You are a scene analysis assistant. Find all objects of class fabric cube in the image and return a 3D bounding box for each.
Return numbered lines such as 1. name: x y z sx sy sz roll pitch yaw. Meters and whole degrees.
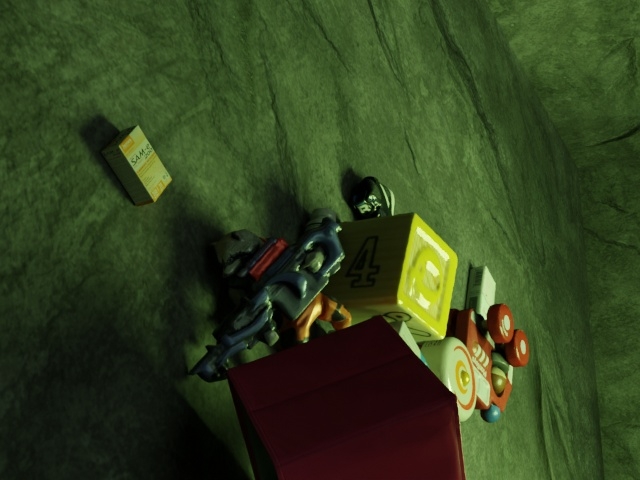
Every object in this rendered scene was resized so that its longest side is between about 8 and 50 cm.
1. fabric cube: 0.039 0.304 1.191 0.259 0.258 0.254 -134 -150 -60

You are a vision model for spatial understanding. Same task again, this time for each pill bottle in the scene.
1. pill bottle: 0.000 0.000 1.580 0.067 0.067 0.120 44 43 -45

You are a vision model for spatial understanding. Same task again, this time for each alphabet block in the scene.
1. alphabet block: 0.130 0.079 1.613 0.192 0.197 0.193 39 55 -44

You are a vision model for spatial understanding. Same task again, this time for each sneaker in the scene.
1. sneaker: 0.113 -0.037 1.797 0.121 0.079 0.217 30 46 -49

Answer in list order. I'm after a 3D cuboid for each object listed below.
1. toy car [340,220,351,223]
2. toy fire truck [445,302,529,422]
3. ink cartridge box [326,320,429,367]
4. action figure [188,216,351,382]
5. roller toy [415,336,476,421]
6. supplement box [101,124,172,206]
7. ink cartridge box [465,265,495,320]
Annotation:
1. toy car: 0.063 0.009 1.741 0.040 0.060 0.122 -136 -146 -57
2. toy fire truck: 0.411 0.317 2.090 0.302 0.169 0.254 50 43 -40
3. ink cartridge box: 0.088 0.295 1.517 0.171 0.168 0.233 60 34 -30
4. action figure: -0.086 0.132 1.349 0.341 0.178 0.330 -40 111 -26
5. roller toy: 0.264 0.315 1.847 0.209 0.146 0.191 40 46 -47
6. supplement box: -0.263 -0.107 1.184 0.098 0.036 0.062 61 32 -27
7. ink cartridge box: 0.489 0.218 2.382 0.232 0.066 0.189 50 39 -33
